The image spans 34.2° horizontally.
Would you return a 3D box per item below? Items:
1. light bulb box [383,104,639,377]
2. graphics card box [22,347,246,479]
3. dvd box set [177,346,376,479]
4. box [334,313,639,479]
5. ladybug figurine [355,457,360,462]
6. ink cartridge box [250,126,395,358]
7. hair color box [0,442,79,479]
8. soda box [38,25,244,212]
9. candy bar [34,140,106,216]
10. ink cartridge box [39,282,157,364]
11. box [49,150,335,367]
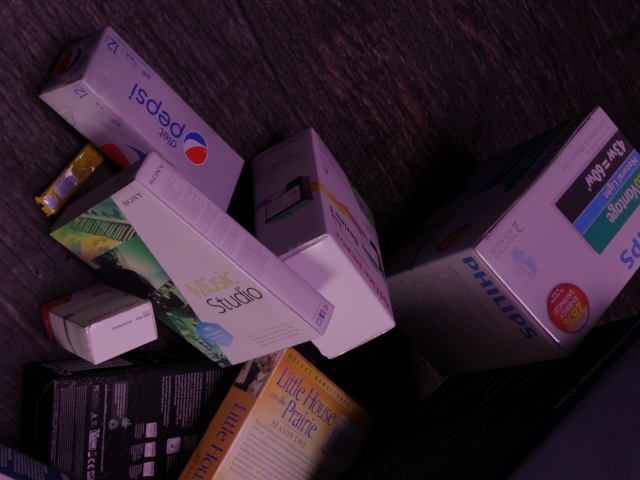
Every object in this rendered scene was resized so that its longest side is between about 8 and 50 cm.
[{"bbox_3d":[0.322,0.014,1.699,0.225,0.361,0.358,48,64,-7],"label":"light bulb box"},{"bbox_3d":[-0.239,0.279,1.486,0.370,0.094,0.233,-3,101,-41],"label":"graphics card box"},{"bbox_3d":[-0.097,0.383,1.516,0.420,0.062,0.307,-60,141,-14],"label":"dvd box set"},{"bbox_3d":[0.293,0.371,1.499,0.480,0.471,0.297,-33,91,-38],"label":"box"},{"bbox_3d":[0.117,0.524,1.743,0.449,0.162,0.305,5,87,-29],"label":"ladybug figurine"},{"bbox_3d":[0.000,0.000,1.514,0.117,0.278,0.201,-27,125,14],"label":"ink cartridge box"},{"bbox_3d":[-0.389,0.361,1.280,0.347,0.105,0.174,31,89,-20],"label":"hair color box"},{"bbox_3d":[-0.232,-0.147,1.394,0.286,0.091,0.098,44,49,-37],"label":"soda box"},{"bbox_3d":[-0.321,-0.100,1.391,0.161,0.018,0.040,-53,126,-19],"label":"candy bar"},{"bbox_3d":[-0.295,0.108,1.376,0.099,0.135,0.056,-21,113,-35],"label":"ink cartridge box"},{"bbox_3d":[-0.170,0.038,1.359,0.322,0.232,0.058,42,51,-21],"label":"box"}]
